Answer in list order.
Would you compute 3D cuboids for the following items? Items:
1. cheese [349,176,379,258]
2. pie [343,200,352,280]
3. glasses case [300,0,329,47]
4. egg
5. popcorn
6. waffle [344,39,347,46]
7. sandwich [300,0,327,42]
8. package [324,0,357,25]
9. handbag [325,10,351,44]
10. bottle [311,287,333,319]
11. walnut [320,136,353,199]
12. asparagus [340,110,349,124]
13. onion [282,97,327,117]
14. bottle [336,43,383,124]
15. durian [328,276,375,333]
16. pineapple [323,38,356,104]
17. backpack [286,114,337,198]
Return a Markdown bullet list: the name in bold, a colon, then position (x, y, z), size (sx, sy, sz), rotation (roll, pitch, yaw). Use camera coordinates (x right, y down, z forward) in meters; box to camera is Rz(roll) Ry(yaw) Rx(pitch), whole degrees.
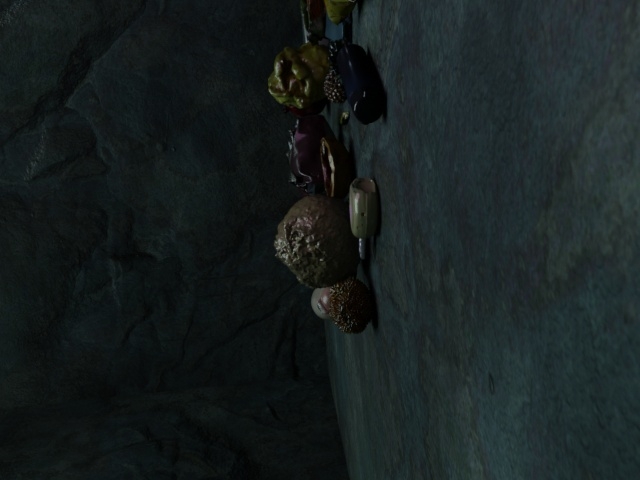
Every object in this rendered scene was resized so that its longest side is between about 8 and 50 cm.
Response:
- **cheese**: position (0.105, -0.046, 1.418), size (0.137, 0.064, 0.227), rotation (-94, 3, -50)
- **pie**: position (0.073, 0.007, 1.993), size (0.302, 0.067, 0.302), rotation (175, 90, -88)
- **glasses case**: position (-0.019, -0.796, 2.071), size (0.059, 0.092, 0.233), rotation (102, 164, -76)
- **egg**: position (0.000, 0.000, 1.650), size (0.310, 0.279, 0.279), rotation (61, -161, -60)
- **popcorn**: position (-0.047, -0.528, 1.842), size (0.255, 0.256, 0.194), rotation (-27, -82, -50)
- **waffle**: position (0.062, -0.545, 1.643), size (0.083, 0.029, 0.075), rotation (-107, 9, -59)
- **sandwich**: position (0.001, -0.765, 1.745), size (0.212, 0.109, 0.292), rotation (99, 164, -49)
- **package**: position (0.049, -0.591, 1.295), size (0.226, 0.090, 0.168), rotation (-152, 54, -83)
- **handbag**: position (0.052, -0.644, 1.524), size (0.144, 0.057, 0.221), rotation (-113, 18, -55)
- **bottle**: position (0.048, 0.218, 2.098), size (0.236, 0.148, 0.147), rotation (125, 139, -79)
- **walnut**: position (0.056, -0.216, 1.754), size (0.167, 0.087, 0.211), rotation (130, 133, -76)
- **asparagus**: position (0.074, -0.374, 1.763), size (0.108, 0.021, 0.025), rotation (125, 139, -84)
- **onion**: position (-0.057, -0.638, 2.295), size (0.273, 0.285, 0.273), rotation (44, -155, -27)
- **bottle**: position (0.084, -0.339, 1.239), size (0.244, 0.072, 0.082), rotation (-99, 15, -48)
- **durian**: position (0.085, 0.183, 1.589), size (0.158, 0.137, 0.168), rotation (63, -178, 7)
- **pineapple**: position (0.052, -0.443, 1.529), size (0.221, 0.083, 0.103), rotation (105, 158, -73)
- **backpack**: position (-0.022, -0.261, 2.036), size (0.317, 0.197, 0.283), rotation (93, 169, -73)
